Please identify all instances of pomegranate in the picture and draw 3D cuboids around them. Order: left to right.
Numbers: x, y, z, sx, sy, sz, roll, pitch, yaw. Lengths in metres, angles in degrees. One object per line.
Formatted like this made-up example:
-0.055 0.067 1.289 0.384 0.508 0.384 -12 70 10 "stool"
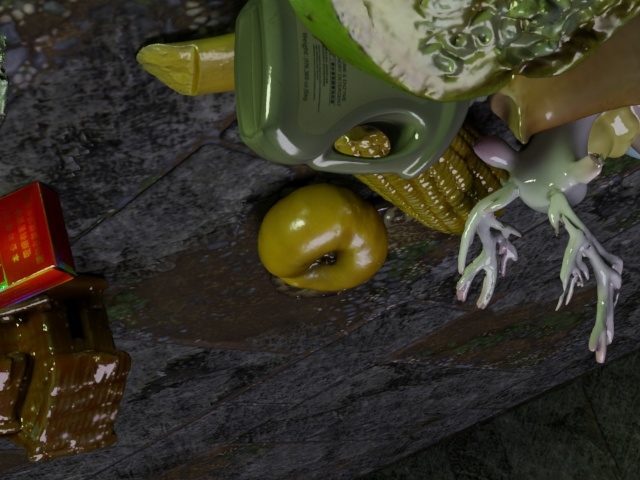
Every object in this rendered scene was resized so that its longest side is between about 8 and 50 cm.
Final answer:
0.098 -0.283 0.678 0.310 0.216 0.358 -21 127 6 "pomegranate"

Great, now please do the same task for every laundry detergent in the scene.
0.050 -0.149 0.930 0.253 0.181 0.091 2 171 -28 "laundry detergent"

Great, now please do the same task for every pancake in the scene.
0.063 0.013 1.505 0.286 0.033 0.288 -12 157 -18 "pancake"

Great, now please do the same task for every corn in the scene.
0.116 -0.099 1.153 0.144 0.143 0.387 -28 156 21 "corn"

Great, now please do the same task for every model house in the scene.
-0.383 0.178 1.303 0.220 0.229 0.199 -35 157 32 "model house"

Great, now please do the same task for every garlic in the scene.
0.325 -0.189 1.034 0.339 0.196 0.151 -1 171 -17 "garlic"

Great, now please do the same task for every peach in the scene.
0.000 0.000 1.315 0.179 0.103 0.179 -2 146 -1 "peach"

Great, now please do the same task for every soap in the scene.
-0.093 -0.173 0.971 0.169 0.033 0.089 -13 153 -11 "soap"

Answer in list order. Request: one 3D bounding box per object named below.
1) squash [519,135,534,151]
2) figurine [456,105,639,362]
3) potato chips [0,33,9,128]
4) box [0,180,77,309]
0.360 -0.137 1.362 0.184 0.052 0.052 -14 156 -8 "squash"
0.307 -0.048 1.143 0.316 0.206 0.284 -31 128 -23 "figurine"
-0.385 -0.121 0.846 0.228 0.059 0.167 -4 147 -19 "potato chips"
-0.366 0.019 1.101 0.175 0.112 0.048 -24 156 9 "box"
